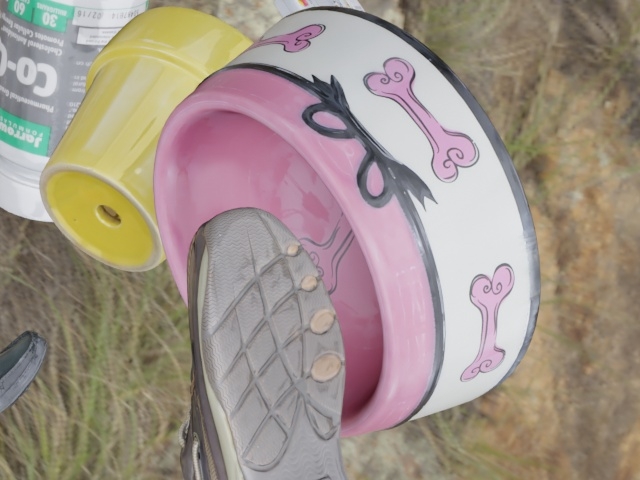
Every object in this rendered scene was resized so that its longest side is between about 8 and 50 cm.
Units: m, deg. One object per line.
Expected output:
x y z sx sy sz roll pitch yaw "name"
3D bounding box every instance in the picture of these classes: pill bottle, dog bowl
-0.371 -0.222 1.793 0.204 0.204 0.361 -4 123 -31 "pill bottle"
0.000 0.000 1.161 0.150 0.408 0.408 -28 117 -34 "dog bowl"

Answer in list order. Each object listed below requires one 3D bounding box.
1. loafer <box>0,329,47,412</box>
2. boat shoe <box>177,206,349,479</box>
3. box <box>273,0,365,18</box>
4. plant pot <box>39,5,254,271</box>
-0.454 0.202 1.659 0.223 0.076 0.078 -48 121 -9 "loafer"
-0.058 0.155 0.973 0.132 0.130 0.355 -4 83 -43 "boat shoe"
0.027 -0.319 1.924 0.145 0.038 0.186 56 30 11 "box"
-0.188 -0.100 1.444 0.254 0.254 0.239 57 47 -29 "plant pot"
